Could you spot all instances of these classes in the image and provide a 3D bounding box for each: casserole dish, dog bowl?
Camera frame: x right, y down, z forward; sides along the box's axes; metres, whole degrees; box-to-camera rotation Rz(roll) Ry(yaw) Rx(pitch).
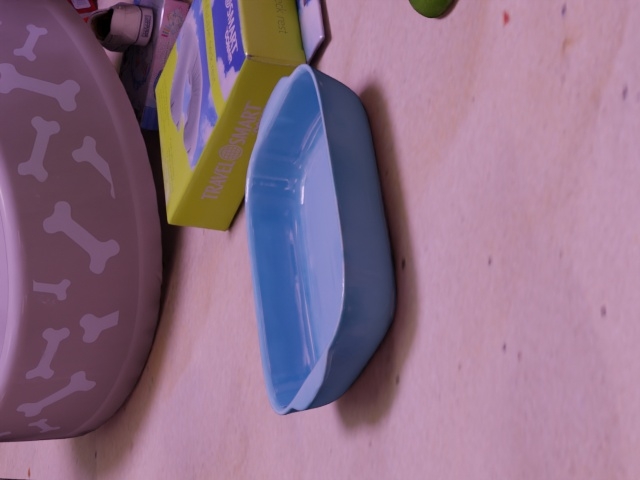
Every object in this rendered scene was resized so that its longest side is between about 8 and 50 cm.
[{"bbox_3d":[0.000,0.000,0.976,0.114,0.037,0.188,121,148,-47],"label":"casserole dish"},{"bbox_3d":[-0.255,-0.017,1.366,0.348,0.102,0.349,18,115,45],"label":"dog bowl"}]

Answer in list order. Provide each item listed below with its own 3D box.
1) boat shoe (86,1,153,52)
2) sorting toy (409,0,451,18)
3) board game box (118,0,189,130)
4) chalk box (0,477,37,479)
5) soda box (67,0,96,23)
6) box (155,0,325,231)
[{"bbox_3d":[-0.145,-0.149,1.355,0.100,0.035,0.035,-160,79,-69],"label":"boat shoe"},{"bbox_3d":[0.035,-0.150,0.923,0.061,0.042,0.102,125,145,-52],"label":"sorting toy"},{"bbox_3d":[-0.118,-0.128,1.358,0.090,0.020,0.090,-141,60,-67],"label":"board game box"},{"bbox_3d":[-0.268,0.250,1.476,0.213,0.132,0.132,-171,89,-71],"label":"chalk box"},{"bbox_3d":[-0.281,-0.261,1.627,0.263,0.083,0.092,64,147,21],"label":"soda box"},{"bbox_3d":[-0.050,-0.100,1.137,0.178,0.042,0.109,120,150,-48],"label":"box"}]
